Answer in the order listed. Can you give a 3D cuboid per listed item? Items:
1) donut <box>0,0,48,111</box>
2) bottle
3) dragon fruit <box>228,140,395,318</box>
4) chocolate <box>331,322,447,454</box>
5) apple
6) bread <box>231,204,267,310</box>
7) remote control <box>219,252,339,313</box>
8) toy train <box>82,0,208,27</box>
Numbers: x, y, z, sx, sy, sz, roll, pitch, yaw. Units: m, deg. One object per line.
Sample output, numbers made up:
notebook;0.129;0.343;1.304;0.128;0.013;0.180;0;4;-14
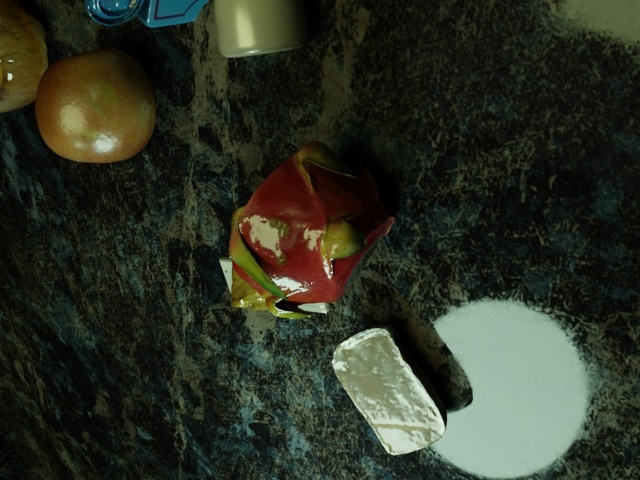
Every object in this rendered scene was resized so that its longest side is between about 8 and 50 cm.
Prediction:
donut;-0.762;-0.437;1.826;0.299;0.150;0.317;37;135;15
bottle;-0.105;-0.419;1.248;0.147;0.147;0.236;7;111;40
dragon fruit;0.000;0.000;1.313;0.189;0.290;0.291;37;134;18
chocolate;0.139;0.271;1.491;0.157;0.080;0.254;-31;94;33
apple;-0.456;-0.280;1.590;0.253;0.253;0.253;22;128;31
bread;-0.119;0.029;1.513;0.114;0.083;0.211;-15;68;44
remote control;-0.088;0.080;1.598;0.277;0.055;0.103;3;116;43
toy train;-0.289;-0.498;1.270;0.188;0.265;0.300;49;140;25
